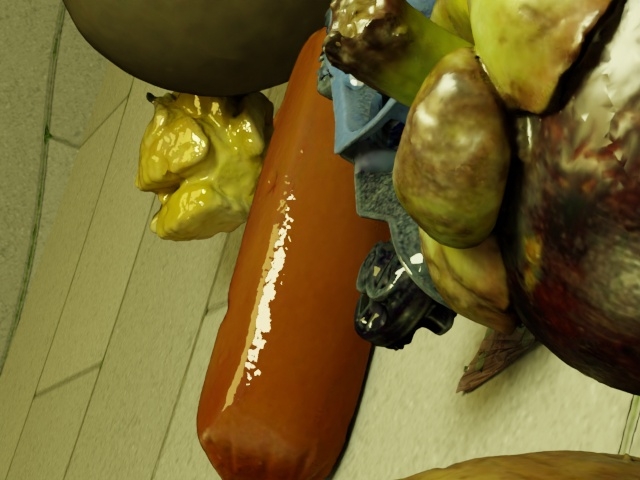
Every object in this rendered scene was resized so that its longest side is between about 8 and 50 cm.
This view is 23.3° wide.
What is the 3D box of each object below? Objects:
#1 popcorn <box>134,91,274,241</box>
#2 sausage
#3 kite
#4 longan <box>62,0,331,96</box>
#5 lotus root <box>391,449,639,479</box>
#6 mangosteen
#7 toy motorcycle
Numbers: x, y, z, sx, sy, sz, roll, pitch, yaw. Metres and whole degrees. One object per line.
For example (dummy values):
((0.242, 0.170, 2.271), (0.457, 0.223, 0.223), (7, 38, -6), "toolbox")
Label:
((-0.094, -0.070, 1.341), (0.148, 0.152, 0.167), (-57, 7, 35), "popcorn")
((-0.001, 0.000, 1.039), (0.094, 0.097, 0.348), (131, 155, -65), "sausage")
((0.104, 0.022, 0.845), (0.139, 0.011, 0.156), (-62, 18, 12), "kite")
((-0.071, -0.236, 1.257), (0.300, 0.300, 0.243), (-51, 58, 45), "longan")
((0.048, 0.188, 0.546), (0.272, 0.192, 0.272), (-159, 90, -81), "lotus root")
((0.106, -0.046, 0.551), (0.192, 0.217, 0.192), (17, -90, -86), "mangosteen")
((0.084, -0.101, 0.854), (0.212, 0.125, 0.358), (-52, 20, 32), "toy motorcycle")
